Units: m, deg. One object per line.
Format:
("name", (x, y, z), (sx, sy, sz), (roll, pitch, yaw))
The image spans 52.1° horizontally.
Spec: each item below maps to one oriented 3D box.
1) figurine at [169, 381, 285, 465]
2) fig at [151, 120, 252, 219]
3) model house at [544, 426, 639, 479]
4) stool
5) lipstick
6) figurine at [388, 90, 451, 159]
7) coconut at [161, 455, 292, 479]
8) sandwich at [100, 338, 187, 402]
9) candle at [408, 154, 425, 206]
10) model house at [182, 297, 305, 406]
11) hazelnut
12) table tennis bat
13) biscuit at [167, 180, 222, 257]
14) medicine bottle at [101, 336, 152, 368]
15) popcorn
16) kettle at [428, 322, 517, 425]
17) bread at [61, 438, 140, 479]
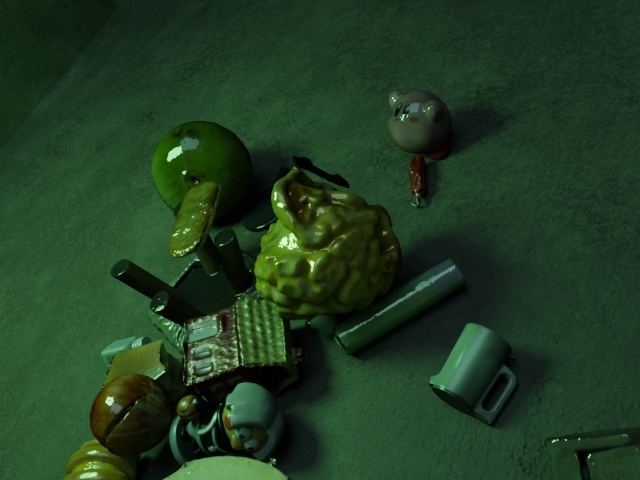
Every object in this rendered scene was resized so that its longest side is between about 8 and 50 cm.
("figurine", (-0.191, 0.380, 1.356), (0.236, 0.176, 0.133), (-19, 28, 22))
("fig", (-0.347, -0.216, 1.943), (0.316, 0.316, 0.316), (-17, 44, 17))
("model house", (0.453, 0.374, 1.000), (0.229, 0.122, 0.188), (-20, 54, 35))
("stool", (-0.327, 0.093, 1.670), (0.310, 0.226, 0.310), (-45, 43, -16))
("lipstick", (0.168, 0.144, 1.424), (0.304, 0.076, 0.076), (-32, 41, 2))
("figurine", (0.260, -0.311, 1.723), (0.173, 0.173, 0.173), (-17, 44, 17))
("coconut", (-0.177, 0.573, 1.036), (0.404, 0.405, 0.405), (-17, 44, 17))
("sandwich", (-0.420, 0.361, 1.559), (0.186, 0.108, 0.220), (-16, 42, 20))
("candle", (0.245, -0.151, 1.675), (0.048, 0.053, 0.162), (-16, 46, 26))
("model house", (-0.162, 0.248, 1.470), (0.253, 0.160, 0.196), (-17, 44, 7))
("hazelnut", (-0.405, 0.384, 1.410), (0.182, 0.182, 0.182), (-17, 44, 17))
("table tennis bat", (-0.148, -0.122, 1.910), (0.150, 0.027, 0.236), (3, 54, 34))
("biscuit", (-0.308, -0.055, 1.612), (0.118, 0.029, 0.247), (-15, 45, 27))
("medicine bottle", (-0.498, 0.287, 1.702), (0.118, 0.055, 0.074), (-17, 10, 18))
("popcorn", (0.000, 0.000, 1.432), (0.348, 0.382, 0.349), (-11, 6, 1))
("kettle", (0.294, 0.252, 1.243), (0.148, 0.127, 0.098), (-54, 13, -19))
("bread", (-0.491, 0.571, 1.396), (0.172, 0.121, 0.311), (-17, 43, 15))
